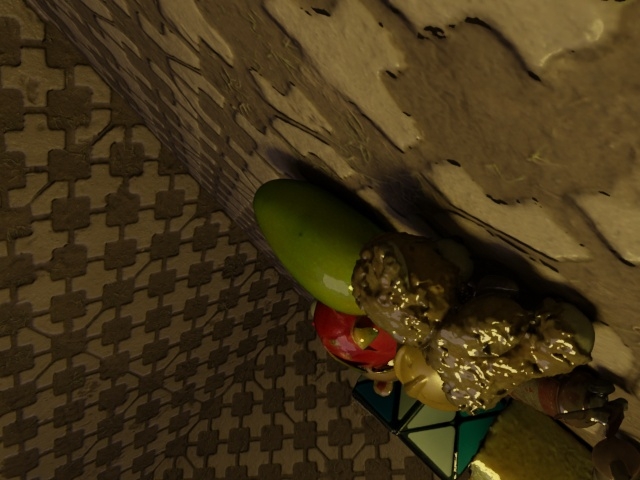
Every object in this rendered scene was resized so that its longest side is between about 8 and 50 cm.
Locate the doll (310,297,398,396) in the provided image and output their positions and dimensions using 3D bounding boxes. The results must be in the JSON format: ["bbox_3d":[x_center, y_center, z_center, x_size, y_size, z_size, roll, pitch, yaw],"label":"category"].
[{"bbox_3d":[0.118,0.212,1.268,0.174,0.235,0.330,12,-157,-41],"label":"doll"}]

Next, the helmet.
[{"bbox_3d":[0.203,0.218,0.892,0.205,0.140,0.257,63,-173,33],"label":"helmet"}]

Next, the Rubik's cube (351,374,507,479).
[{"bbox_3d":[0.269,0.402,1.281,0.248,0.246,0.250,46,170,-23],"label":"Rubik's cube"}]

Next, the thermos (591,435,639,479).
[{"bbox_3d":[0.476,0.393,0.779,0.105,0.137,0.193,-15,126,28],"label":"thermos"}]

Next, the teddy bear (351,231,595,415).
[{"bbox_3d":[0.152,0.083,0.623,0.256,0.156,0.267,43,172,4],"label":"teddy bear"}]

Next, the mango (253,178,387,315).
[{"bbox_3d":[0.000,0.000,0.870,0.343,0.156,0.192,40,163,35],"label":"mango"}]

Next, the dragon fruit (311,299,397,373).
[{"bbox_3d":[0.102,0.160,1.034,0.227,0.224,0.224,16,154,45],"label":"dragon fruit"}]

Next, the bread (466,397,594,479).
[{"bbox_3d":[0.466,0.514,1.044,0.264,0.239,0.395,32,164,35],"label":"bread"}]

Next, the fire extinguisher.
[{"bbox_3d":[0.312,0.212,0.677,0.075,0.106,0.252,63,168,-7],"label":"fire extinguisher"}]
